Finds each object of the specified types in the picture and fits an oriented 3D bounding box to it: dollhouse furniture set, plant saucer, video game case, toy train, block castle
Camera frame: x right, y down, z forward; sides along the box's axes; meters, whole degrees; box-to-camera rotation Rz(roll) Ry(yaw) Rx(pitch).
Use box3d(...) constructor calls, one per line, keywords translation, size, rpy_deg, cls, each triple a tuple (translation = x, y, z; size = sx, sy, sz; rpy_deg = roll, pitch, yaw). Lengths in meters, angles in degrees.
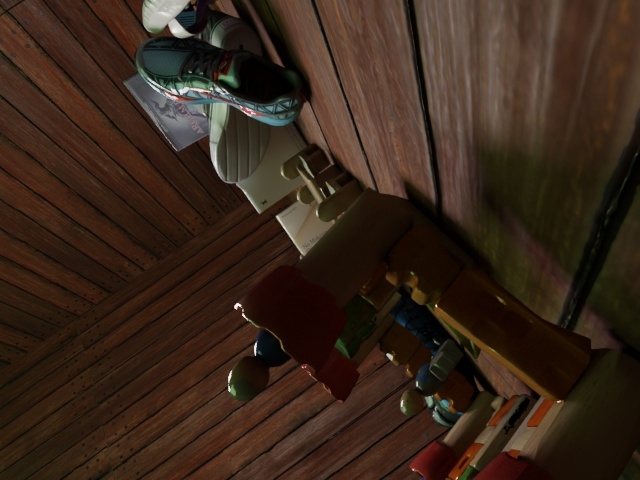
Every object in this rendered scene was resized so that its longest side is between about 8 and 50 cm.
box3d(translation=(0.004, -0.036, 0.921), size=(0.242, 0.161, 0.212), rpy_deg=(57, 177, -38), cls="dollhouse furniture set")
box3d(translation=(0.143, 0.034, 0.571), size=(0.188, 0.045, 0.188), rpy_deg=(52, 176, 42), cls="plant saucer")
box3d(translation=(-0.281, -0.348, 1.037), size=(0.196, 0.274, 0.026), rpy_deg=(56, -162, -31), cls="video game case")
box3d(translation=(-0.325, -0.539, 1.134), size=(0.184, 0.080, 0.105), rpy_deg=(-140, 44, -79), cls="toy train")
box3d(translation=(0.094, 0.181, 0.499), size=(0.303, 0.213, 0.453), rpy_deg=(38, 166, 19), cls="block castle")

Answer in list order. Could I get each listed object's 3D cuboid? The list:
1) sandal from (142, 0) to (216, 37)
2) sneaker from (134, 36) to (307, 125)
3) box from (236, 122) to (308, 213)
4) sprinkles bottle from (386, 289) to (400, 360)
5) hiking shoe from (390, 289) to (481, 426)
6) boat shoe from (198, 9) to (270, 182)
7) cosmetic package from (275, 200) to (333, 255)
box3d(translation=(-0.171, -0.349, 0.614), size=(0.102, 0.170, 0.416), rpy_deg=(19, -163, -27), cls="sandal")
box3d(translation=(-0.143, -0.256, 0.672), size=(0.261, 0.104, 0.125), rpy_deg=(10, 178, -13), cls="sneaker")
box3d(translation=(-0.126, -0.195, 1.056), size=(0.181, 0.181, 0.119), rpy_deg=(57, 179, -25), cls="box")
box3d(translation=(0.175, 0.192, 1.178), size=(0.121, 0.121, 0.355), rpy_deg=(52, 176, 48), cls="sprinkles bottle")
box3d(translation=(0.242, 0.227, 0.938), size=(0.304, 0.113, 0.132), rpy_deg=(61, 149, 16), cls="hiking shoe")
box3d(translation=(-0.171, -0.270, 0.876), size=(0.119, 0.121, 0.335), rpy_deg=(50, 145, 33), cls="boat shoe")
box3d(translation=(0.000, 0.000, 1.519), size=(0.310, 0.160, 0.113), rpy_deg=(54, 177, -9), cls="cosmetic package")
